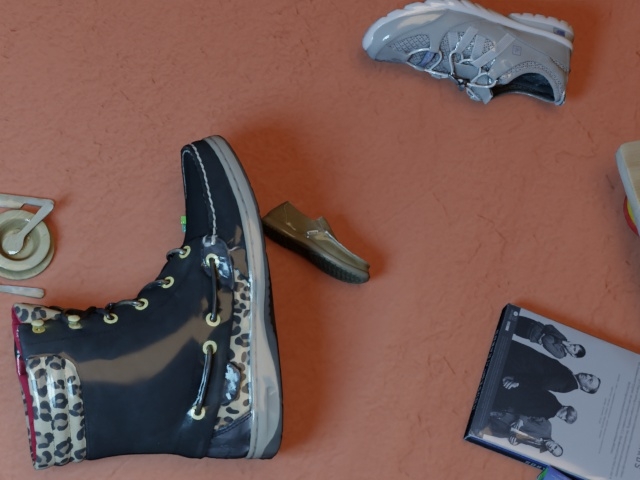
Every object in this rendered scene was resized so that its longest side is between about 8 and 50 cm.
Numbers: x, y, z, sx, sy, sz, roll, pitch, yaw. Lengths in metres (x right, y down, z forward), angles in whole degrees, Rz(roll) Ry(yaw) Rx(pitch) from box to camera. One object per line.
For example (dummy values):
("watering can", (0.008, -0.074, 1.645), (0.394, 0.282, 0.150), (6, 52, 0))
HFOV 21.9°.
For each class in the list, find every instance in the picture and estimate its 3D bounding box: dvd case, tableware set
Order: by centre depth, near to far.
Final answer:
("tableware set", (-0.402, -0.007, 1.896), (0.194, 0.039, 0.128), (6, 69, -10))
("dvd case", (0.307, 0.198, 1.981), (0.238, 0.029, 0.179), (22, 67, -4))

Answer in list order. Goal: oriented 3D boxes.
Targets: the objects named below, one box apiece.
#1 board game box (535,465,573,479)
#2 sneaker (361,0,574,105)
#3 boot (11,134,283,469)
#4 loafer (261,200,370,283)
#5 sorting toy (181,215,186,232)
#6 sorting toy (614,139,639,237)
("board game box", (0.317, 0.368, 1.900), (0.201, 0.035, 0.136), (32, 53, 1))
("sneaker", (0.192, -0.230, 2.074), (0.281, 0.105, 0.115), (3, 69, -12))
("boot", (-0.202, 0.074, 1.855), (0.284, 0.138, 0.377), (-6, 82, -14))
("loafer", (0.000, 0.000, 1.973), (0.148, 0.056, 0.050), (31, 73, 0))
("sorting toy", (-0.137, 0.005, 1.964), (0.083, 0.012, 0.062), (30, 67, -1))
("sorting toy", (0.510, -0.007, 2.070), (0.257, 0.089, 0.255), (-9, 72, -15))
